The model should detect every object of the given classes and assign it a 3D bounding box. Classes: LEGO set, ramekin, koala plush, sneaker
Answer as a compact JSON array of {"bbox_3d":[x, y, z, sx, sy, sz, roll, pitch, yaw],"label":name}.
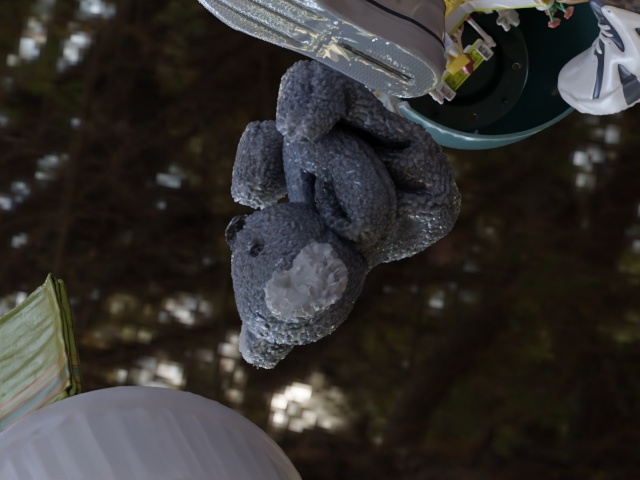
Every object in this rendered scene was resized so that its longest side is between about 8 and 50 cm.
[{"bbox_3d":[0.176,-0.204,1.765,0.107,0.287,0.132,39,-152,-42],"label":"LEGO set"},{"bbox_3d":[-0.113,0.243,1.102,0.277,0.135,0.277,-5,-74,-18],"label":"ramekin"},{"bbox_3d":[0.000,0.000,1.516,0.221,0.203,0.196,-63,7,-27],"label":"koala plush"},{"bbox_3d":[-0.010,-0.203,1.365,0.258,0.094,0.091,29,-129,-28],"label":"sneaker"},{"bbox_3d":[0.272,-0.206,1.574,0.153,0.235,0.094,45,-116,-20],"label":"sneaker"}]

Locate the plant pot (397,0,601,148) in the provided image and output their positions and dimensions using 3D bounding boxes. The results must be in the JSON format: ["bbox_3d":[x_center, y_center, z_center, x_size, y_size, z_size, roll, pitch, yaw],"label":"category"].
[{"bbox_3d":[0.181,-0.238,2.065,0.235,0.293,0.293,110,174,-81],"label":"plant pot"}]

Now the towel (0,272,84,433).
[{"bbox_3d":[-0.221,0.097,1.262,0.021,0.102,0.237,54,-177,-22],"label":"towel"}]
